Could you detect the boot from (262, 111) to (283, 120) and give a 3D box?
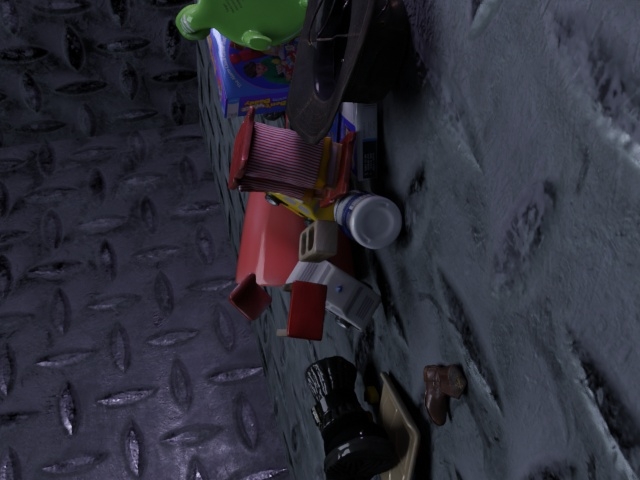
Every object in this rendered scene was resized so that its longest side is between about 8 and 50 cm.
[{"bbox_3d":[-0.142,-0.416,1.995,0.161,0.083,0.247,96,166,-67],"label":"boot"}]

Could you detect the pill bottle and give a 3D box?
[{"bbox_3d":[0.079,-0.044,1.301,0.169,0.094,0.094,-143,45,-73],"label":"pill bottle"}]

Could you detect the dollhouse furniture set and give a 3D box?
[{"bbox_3d":[-0.067,-0.020,1.252,0.152,0.201,0.374,146,131,-71],"label":"dollhouse furniture set"}]

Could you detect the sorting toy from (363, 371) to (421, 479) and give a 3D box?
[{"bbox_3d":[0.144,0.392,1.446,0.307,0.041,0.229,-120,31,-68],"label":"sorting toy"}]

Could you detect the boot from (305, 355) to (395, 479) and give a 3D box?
[{"bbox_3d":[0.051,0.357,1.468,0.348,0.131,0.260,110,156,-62],"label":"boot"}]

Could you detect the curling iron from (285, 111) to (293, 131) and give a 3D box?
[{"bbox_3d":[-0.083,-0.345,1.860,0.274,0.035,0.068,97,159,-49],"label":"curling iron"}]

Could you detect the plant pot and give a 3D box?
[{"bbox_3d":[-0.053,-0.026,1.562,0.275,0.274,0.243,-178,89,-76],"label":"plant pot"}]

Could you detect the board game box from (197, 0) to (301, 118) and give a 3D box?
[{"bbox_3d":[-0.136,-0.456,1.591,0.078,0.233,0.347,114,144,-66],"label":"board game box"}]

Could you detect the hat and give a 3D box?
[{"bbox_3d":[0.059,-0.310,1.129,0.331,0.133,0.332,-172,90,-67],"label":"hat"}]

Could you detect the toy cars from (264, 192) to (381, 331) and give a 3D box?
[{"bbox_3d":[0.000,0.000,1.399,0.087,0.176,0.394,133,120,-76],"label":"toy cars"}]

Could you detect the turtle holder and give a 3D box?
[{"bbox_3d":[-0.127,-0.496,1.431,0.320,0.243,0.227,-53,11,19],"label":"turtle holder"}]

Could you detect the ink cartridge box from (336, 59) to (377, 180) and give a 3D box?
[{"bbox_3d":[0.060,-0.241,1.340,0.208,0.045,0.206,-123,27,-64],"label":"ink cartridge box"}]

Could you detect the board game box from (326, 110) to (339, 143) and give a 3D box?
[{"bbox_3d":[0.000,-0.264,1.423,0.212,0.039,0.160,95,164,-50],"label":"board game box"}]

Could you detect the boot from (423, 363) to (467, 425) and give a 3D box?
[{"bbox_3d":[0.205,0.252,1.139,0.114,0.037,0.107,154,104,-71],"label":"boot"}]
